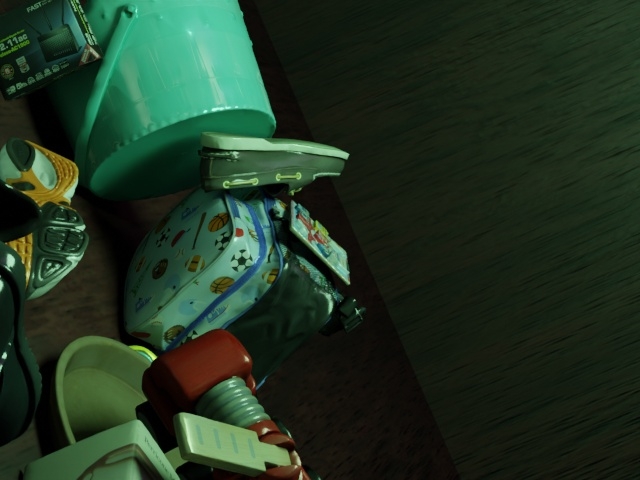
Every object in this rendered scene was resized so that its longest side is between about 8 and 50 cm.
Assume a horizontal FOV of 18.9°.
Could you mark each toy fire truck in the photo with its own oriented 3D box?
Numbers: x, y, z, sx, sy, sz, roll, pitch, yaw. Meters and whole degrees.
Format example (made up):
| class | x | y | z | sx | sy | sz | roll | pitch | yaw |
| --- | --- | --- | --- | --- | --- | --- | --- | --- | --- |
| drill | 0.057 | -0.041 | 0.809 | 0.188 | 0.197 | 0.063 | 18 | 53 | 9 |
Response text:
| class | x | y | z | sx | sy | sz | roll | pitch | yaw |
| --- | --- | --- | --- | --- | --- | --- | --- | --- | --- |
| toy fire truck | -0.096 | 0.180 | 1.844 | 0.217 | 0.158 | 0.246 | 55 | -22 | 23 |

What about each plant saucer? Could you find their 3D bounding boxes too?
| class | x | y | z | sx | sy | sz | roll | pitch | yaw |
| --- | --- | --- | --- | --- | --- | --- | --- | --- | --- |
| plant saucer | -0.185 | 0.224 | 1.973 | 0.278 | 0.041 | 0.278 | 46 | 22 | -25 |

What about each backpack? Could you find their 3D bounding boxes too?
| class | x | y | z | sx | sy | sz | roll | pitch | yaw |
| --- | --- | --- | --- | --- | --- | --- | --- | --- | --- |
| backpack | -0.113 | 0.056 | 2.311 | 0.213 | 0.276 | 0.263 | 47 | 15 | -22 |

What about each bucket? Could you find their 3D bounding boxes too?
| class | x | y | z | sx | sy | sz | roll | pitch | yaw |
| --- | --- | --- | --- | --- | --- | --- | --- | --- | --- |
| bucket | -0.197 | -0.179 | 2.317 | 0.183 | 0.281 | 0.281 | 69 | 11 | 17 |

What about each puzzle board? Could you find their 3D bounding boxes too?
| class | x | y | z | sx | sy | sz | roll | pitch | yaw |
| --- | --- | --- | --- | --- | --- | --- | --- | --- | --- |
| puzzle board | 0.000 | 0.000 | 2.261 | 0.096 | 0.011 | 0.128 | 44 | 11 | -11 |

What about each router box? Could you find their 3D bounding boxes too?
| class | x | y | z | sx | sy | sz | roll | pitch | yaw |
| --- | --- | --- | --- | --- | --- | --- | --- | --- | --- |
| router box | -0.320 | -0.225 | 2.189 | 0.092 | 0.122 | 0.038 | 66 | 16 | -1 |

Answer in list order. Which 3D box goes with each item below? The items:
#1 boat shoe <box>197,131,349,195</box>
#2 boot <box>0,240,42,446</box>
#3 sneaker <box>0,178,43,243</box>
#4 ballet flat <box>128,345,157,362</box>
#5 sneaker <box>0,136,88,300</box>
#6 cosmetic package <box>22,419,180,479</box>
| class | x | y | z | sx | sy | sz | roll | pitch | yaw |
| --- | --- | --- | --- | --- | --- | --- | --- | --- | --- |
| boat shoe | -0.057 | -0.088 | 2.284 | 0.228 | 0.081 | 0.068 | 2 | 97 | -45 |
| boot | -0.289 | 0.142 | 1.465 | 0.246 | 0.094 | 0.207 | 101 | 6 | -50 |
| sneaker | -0.346 | -0.054 | 1.612 | 0.267 | 0.106 | 0.101 | 21 | 78 | -52 |
| ballet flat | -0.169 | 0.223 | 2.128 | 0.231 | 0.077 | 0.077 | 65 | -15 | 0 |
| sneaker | -0.290 | 0.007 | 1.867 | 0.099 | 0.121 | 0.262 | 21 | 23 | -13 |
| cosmetic package | -0.189 | 0.312 | 1.685 | 0.153 | 0.129 | 0.296 | 60 | 12 | -27 |
